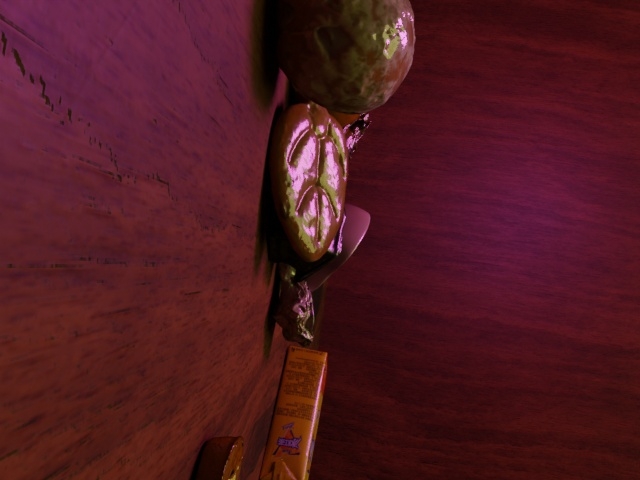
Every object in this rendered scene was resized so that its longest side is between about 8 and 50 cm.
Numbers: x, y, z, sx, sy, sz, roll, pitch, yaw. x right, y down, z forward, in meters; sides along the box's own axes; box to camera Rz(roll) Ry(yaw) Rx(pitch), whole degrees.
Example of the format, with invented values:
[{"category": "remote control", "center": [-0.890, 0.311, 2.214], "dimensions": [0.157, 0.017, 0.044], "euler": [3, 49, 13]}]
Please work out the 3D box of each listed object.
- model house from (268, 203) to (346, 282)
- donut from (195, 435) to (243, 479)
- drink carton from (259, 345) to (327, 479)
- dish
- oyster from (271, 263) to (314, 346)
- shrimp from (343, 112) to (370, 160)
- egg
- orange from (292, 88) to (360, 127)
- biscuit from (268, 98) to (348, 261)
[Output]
[{"category": "model house", "center": [-0.037, -0.032, 1.049], "dimensions": [0.152, 0.106, 0.165], "euler": [33, 54, -42]}, {"category": "donut", "center": [-0.126, 0.286, 0.731], "dimensions": [0.108, 0.043, 0.097], "euler": [-71, 169, -64]}, {"category": "drink carton", "center": [-0.063, 0.458, 1.509], "dimensions": [0.154, 0.111, 0.351], "euler": [92, 9, -51]}, {"category": "dish", "center": [0.000, 0.000, 1.231], "dimensions": [0.213, 0.090, 0.213], "euler": [-48, -169, 12]}, {"category": "oyster", "center": [-0.065, 0.126, 1.183], "dimensions": [0.163, 0.081, 0.191], "euler": [179, -96, -70]}, {"category": "shrimp", "center": [0.017, -0.136, 1.183], "dimensions": [0.287, 0.063, 0.152], "euler": [-53, 158, -22]}, {"category": "egg", "center": [0.032, -0.273, 0.809], "dimensions": [0.233, 0.195, 0.195], "euler": [63, 33, -58]}, {"category": "orange", "center": [0.013, -0.270, 1.049], "dimensions": [0.155, 0.134, 0.154], "euler": [-5, 90, -66]}, {"category": "biscuit", "center": [-0.011, -0.095, 0.954], "dimensions": [0.203, 0.041, 0.260], "euler": [10, 80, -59]}]
